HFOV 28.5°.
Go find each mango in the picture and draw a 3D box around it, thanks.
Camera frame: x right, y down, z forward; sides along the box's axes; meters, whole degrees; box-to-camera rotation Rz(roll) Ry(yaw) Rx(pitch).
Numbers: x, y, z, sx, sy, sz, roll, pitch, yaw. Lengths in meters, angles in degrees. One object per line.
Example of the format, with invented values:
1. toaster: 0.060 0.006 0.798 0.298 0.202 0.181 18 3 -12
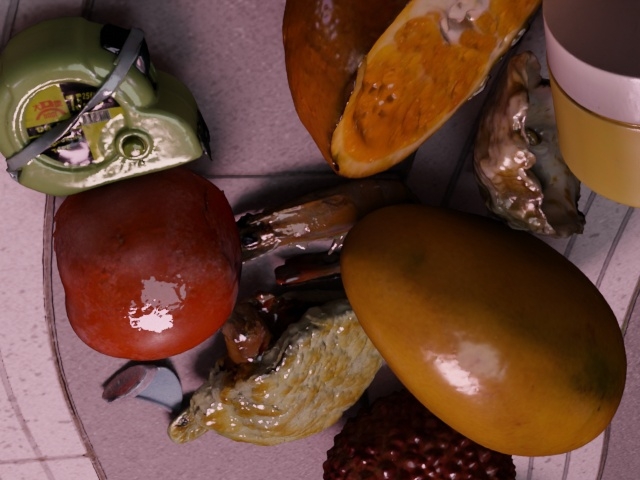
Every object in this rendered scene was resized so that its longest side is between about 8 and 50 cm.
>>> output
1. mango: 0.186 0.095 1.435 0.232 0.300 0.446 -42 139 13

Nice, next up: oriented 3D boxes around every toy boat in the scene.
1. toy boat: -0.206 0.190 1.600 0.096 0.034 0.122 -35 146 24

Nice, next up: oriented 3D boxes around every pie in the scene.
1. pie: -0.163 0.236 1.655 0.085 0.017 0.085 -28 150 -18
2. pie: -0.028 0.163 1.583 0.257 0.105 0.274 -5 137 -30

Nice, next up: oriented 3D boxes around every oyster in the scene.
1. oyster: 0.223 -0.080 1.364 0.110 0.166 0.341 -2 170 15

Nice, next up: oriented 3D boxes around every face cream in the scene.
1. face cream: 0.323 -0.164 1.178 0.218 0.218 0.179 -20 139 0

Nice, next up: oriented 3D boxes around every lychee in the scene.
1. lychee: 0.127 0.337 1.705 0.264 0.264 0.300 22 122 -37

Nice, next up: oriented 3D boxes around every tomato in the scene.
1. tomato: -0.172 0.018 1.293 0.184 0.208 0.208 -8 138 -1

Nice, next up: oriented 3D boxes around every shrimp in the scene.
1. shrimp: 0.000 -0.001 1.460 0.253 0.058 0.173 -18 147 -8

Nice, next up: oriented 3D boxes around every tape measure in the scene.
1. tape measure: -0.226 -0.127 1.192 0.200 0.106 0.175 -15 128 9

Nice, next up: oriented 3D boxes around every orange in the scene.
1. orange: 0.096 -0.204 1.136 0.274 0.274 0.310 7 91 -27
